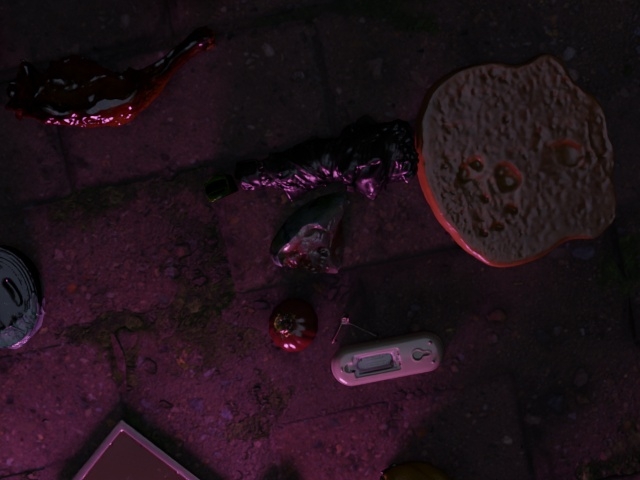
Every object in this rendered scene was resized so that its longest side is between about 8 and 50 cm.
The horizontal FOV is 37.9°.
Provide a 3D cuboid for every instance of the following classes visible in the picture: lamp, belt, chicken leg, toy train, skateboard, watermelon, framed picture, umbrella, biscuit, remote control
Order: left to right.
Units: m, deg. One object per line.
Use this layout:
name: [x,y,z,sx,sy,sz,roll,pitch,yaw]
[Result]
belt: [-0.590,0.105,1.735,0.151,0.078,0.199,-15,94,-5]
chicken leg: [-0.375,-0.288,1.705,0.406,0.096,0.158,-17,77,-2]
framed picture: [-0.345,0.507,1.809,0.273,0.016,0.216,40,92,-5]
toy train: [-0.180,-0.097,1.664,0.044,0.209,0.042,-25,94,0]
lamp: [-0.050,0.159,1.752,0.101,0.090,0.101,-5,80,31]
watermelon: [0.000,0.000,1.753,0.187,0.071,0.139,-40,99,1]
umbrella: [0.017,-0.127,1.718,0.336,0.128,0.154,-20,73,8]
skateboard: [0.068,0.183,1.790,0.083,0.032,0.064,24,104,-2]
remote control: [0.130,0.227,1.787,0.221,0.042,0.078,-10,94,-1]
biscuit: [0.364,-0.153,1.751,0.364,0.062,0.385,-17,95,-1]

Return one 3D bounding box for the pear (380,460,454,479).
pear: [0.210,0.545,1.715,0.163,0.255,0.239,-11,90,1]
